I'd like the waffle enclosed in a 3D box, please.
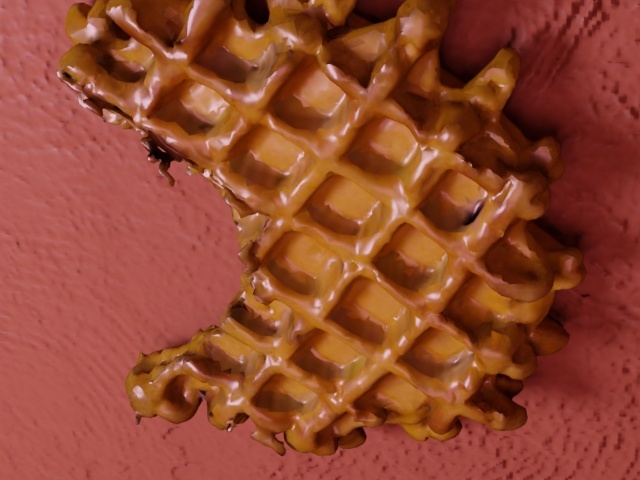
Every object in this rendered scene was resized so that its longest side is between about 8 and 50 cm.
[{"bbox_3d":[0.000,0.000,0.734,0.260,0.069,0.292,1,124,19],"label":"waffle"}]
